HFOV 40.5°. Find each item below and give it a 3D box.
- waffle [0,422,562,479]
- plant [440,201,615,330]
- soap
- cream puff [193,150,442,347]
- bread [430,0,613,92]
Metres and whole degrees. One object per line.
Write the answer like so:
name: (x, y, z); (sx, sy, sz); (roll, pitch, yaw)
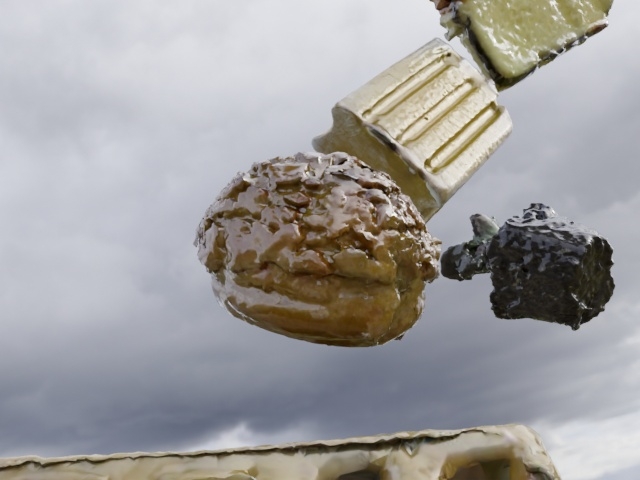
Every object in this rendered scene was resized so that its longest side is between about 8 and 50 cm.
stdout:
waffle: (-0.065, 0.192, 0.304); (0.376, 0.261, 0.114); (-3, -56, -8)
plant: (0.260, 0.029, 1.094); (0.142, 0.203, 0.131); (-25, -56, -31)
soap: (0.109, -0.117, 0.898); (0.232, 0.140, 0.073); (-42, -6, -47)
cream puff: (0.000, 0.000, 0.573); (0.165, 0.115, 0.150); (10, 17, -6)
bread: (0.230, -0.339, 1.101); (0.198, 0.263, 0.236); (-32, 3, 32)
